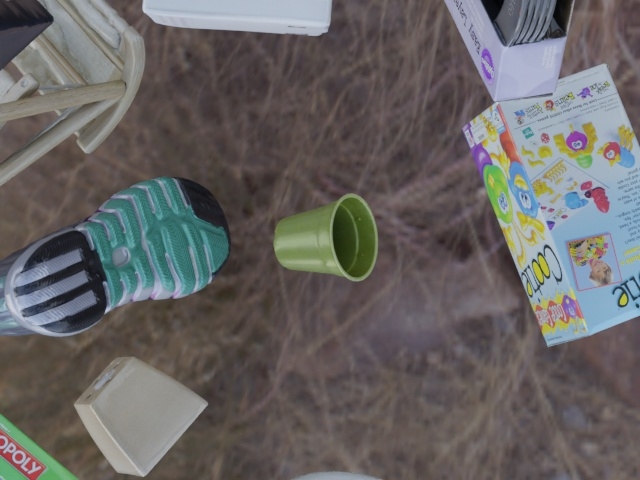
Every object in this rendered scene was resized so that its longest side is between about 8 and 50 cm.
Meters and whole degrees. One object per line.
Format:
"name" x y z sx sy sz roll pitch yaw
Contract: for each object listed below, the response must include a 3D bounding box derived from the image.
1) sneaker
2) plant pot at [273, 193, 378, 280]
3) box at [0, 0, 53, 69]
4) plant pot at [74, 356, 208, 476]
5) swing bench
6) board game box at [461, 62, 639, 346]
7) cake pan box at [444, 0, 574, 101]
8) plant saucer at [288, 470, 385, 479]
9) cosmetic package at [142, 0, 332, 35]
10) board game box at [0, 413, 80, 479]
"sneaker" -0.153 0.012 1.115 0.098 0.223 0.083 -12 94 33
"plant pot" 0.000 0.000 1.593 0.079 0.083 0.083 -5 121 33
"box" -0.308 -0.150 0.739 0.179 0.343 0.312 -42 97 5
"plant pot" -0.209 0.187 1.848 0.096 0.109 0.109 46 160 -12
"swing bench" -0.362 -0.201 1.807 0.253 0.254 0.165 48 151 25
"board game box" 0.290 -0.037 1.886 0.144 0.142 0.275 -20 85 -15
"cake pan box" 0.158 -0.291 1.466 0.070 0.267 0.246 -11 141 -11
"plant saucer" 0.070 0.443 1.878 0.400 0.400 0.100 29 122 -8
"cosmetic package" -0.061 -0.266 1.362 0.151 0.151 0.184 5 94 -2
"board game box" -0.317 0.209 1.618 0.213 0.046 0.317 38 163 6
